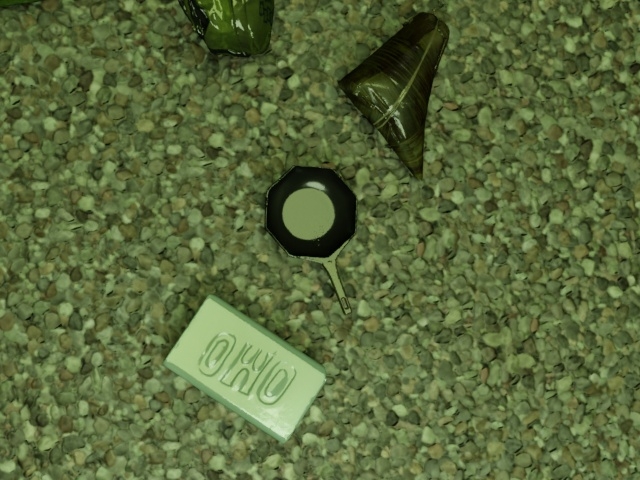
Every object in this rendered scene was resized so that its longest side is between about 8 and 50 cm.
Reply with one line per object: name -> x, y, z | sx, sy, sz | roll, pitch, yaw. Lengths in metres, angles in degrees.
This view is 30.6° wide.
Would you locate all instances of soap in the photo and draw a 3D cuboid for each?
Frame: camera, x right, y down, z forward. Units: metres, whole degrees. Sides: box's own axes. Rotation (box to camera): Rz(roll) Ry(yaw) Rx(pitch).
soap -> -0.101, 0.173, 1.587 | 0.198, 0.066, 0.119 | 34, 85, -4

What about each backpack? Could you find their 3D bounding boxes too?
backpack -> -0.131, -0.368, 1.555 | 0.140, 0.207, 0.253 | -6, 94, 8

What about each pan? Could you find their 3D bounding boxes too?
pan -> -0.016, 0.000, 1.617 | 0.128, 0.048, 0.202 | 4, 84, -5

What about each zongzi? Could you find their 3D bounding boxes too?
zongzi -> 0.146, -0.210, 1.643 | 0.187, 0.084, 0.184 | -44, 106, -12

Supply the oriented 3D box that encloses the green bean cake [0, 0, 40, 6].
green bean cake -> -0.407, -0.436, 1.499 | 0.125, 0.248, 0.222 | -12, 86, -9
